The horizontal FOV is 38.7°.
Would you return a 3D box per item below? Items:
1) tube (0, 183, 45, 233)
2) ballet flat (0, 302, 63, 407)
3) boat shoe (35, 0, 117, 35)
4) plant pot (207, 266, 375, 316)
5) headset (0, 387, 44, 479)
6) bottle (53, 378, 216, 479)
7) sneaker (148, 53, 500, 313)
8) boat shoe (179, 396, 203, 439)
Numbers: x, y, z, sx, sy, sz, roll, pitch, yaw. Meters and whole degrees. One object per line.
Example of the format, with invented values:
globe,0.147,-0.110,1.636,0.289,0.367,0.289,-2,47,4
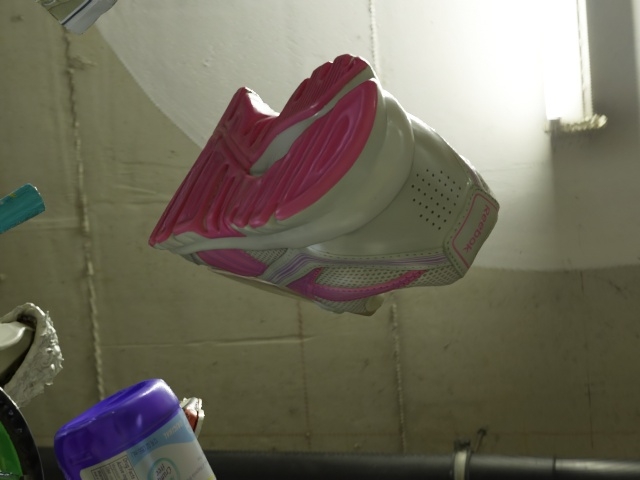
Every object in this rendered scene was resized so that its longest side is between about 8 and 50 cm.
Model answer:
tube,-0.529,-0.017,1.415,0.080,0.207,0.052,-5,-64,54
ballet flat,-0.489,0.209,1.193,0.147,0.409,0.147,10,-60,17
boat shoe,-0.352,-0.400,1.372,0.094,0.302,0.109,24,-116,-27
plant pot,0.000,0.000,0.677,0.109,0.096,0.109,8,-111,54
headset,-0.382,0.205,0.617,0.185,0.394,0.243,-10,-98,35
bottle,-0.122,0.265,0.780,0.092,0.118,0.282,-24,-88,24
sneaker,-0.006,-0.012,0.463,0.111,0.252,0.103,33,-99,-22
boat shoe,-0.178,0.227,1.172,0.043,0.137,0.049,15,-94,-10
